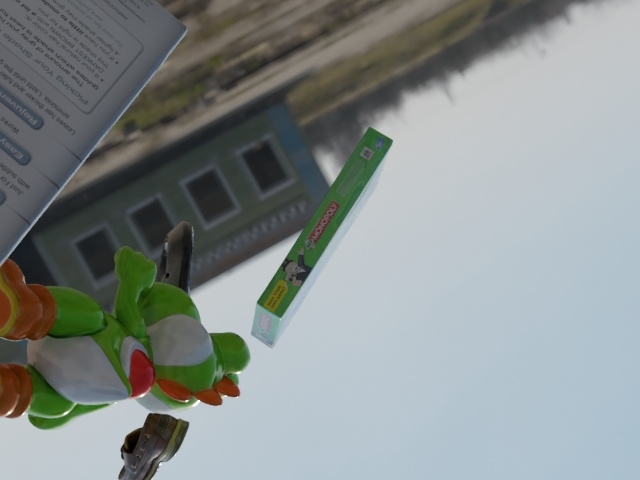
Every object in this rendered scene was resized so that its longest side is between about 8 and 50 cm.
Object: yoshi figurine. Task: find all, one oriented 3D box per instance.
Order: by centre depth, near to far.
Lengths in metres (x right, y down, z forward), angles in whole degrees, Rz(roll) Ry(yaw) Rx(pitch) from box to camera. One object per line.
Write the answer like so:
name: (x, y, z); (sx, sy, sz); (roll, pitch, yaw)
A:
yoshi figurine: (-0.249, 0.113, 1.564); (0.203, 0.203, 0.362); (-27, 154, 37)

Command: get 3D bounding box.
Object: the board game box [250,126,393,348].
board game box: (0.000, 0.000, 2.077); (0.317, 0.046, 0.213); (-57, 175, -17)

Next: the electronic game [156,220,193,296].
electronic game: (-0.201, 0.087, 1.884); (0.048, 0.229, 0.229); (9, 178, -10)

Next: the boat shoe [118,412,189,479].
boat shoe: (-0.231, 0.272, 1.815); (0.178, 0.060, 0.064); (-48, -163, 48)

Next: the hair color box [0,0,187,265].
hair color box: (-0.287, -0.114, 1.192); (0.113, 0.185, 0.374); (-40, -165, 45)
